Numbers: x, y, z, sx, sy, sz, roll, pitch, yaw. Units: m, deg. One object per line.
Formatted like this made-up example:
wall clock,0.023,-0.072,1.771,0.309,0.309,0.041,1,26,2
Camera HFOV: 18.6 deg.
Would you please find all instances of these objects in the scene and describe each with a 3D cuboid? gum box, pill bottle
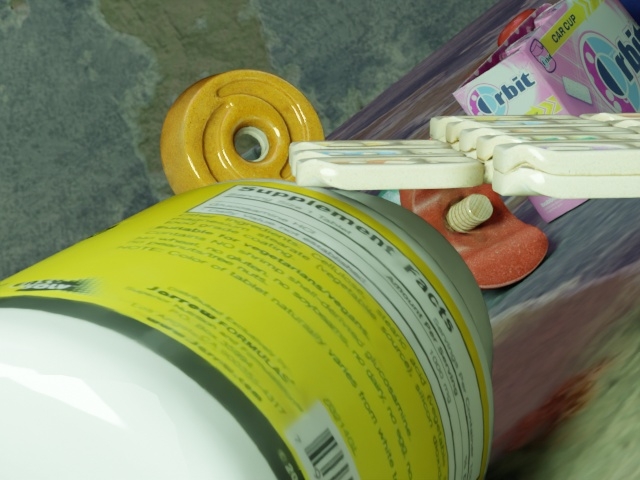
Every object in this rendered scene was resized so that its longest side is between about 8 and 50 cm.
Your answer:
gum box,0.174,-0.104,1.331,0.062,0.107,0.188,-33,7,34
pill bottle,-0.043,0.081,0.733,0.188,0.188,0.334,-34,0,23

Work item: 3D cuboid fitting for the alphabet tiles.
alphabet tiles,0.127,-0.038,0.795,0.278,0.021,0.284,-1,6,-2

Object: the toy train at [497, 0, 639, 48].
toy train,0.232,-0.161,1.544,0.248,0.105,0.143,-39,-6,-23

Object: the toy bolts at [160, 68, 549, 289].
toy bolts,0.000,0.000,1.220,0.228,0.218,0.158,-20,-7,-23

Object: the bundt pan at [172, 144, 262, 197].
bundt pan,-0.124,0.052,1.699,0.331,0.124,0.331,-34,11,7
